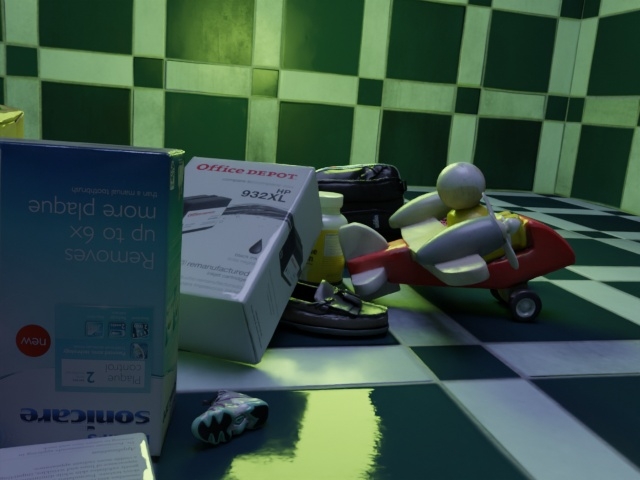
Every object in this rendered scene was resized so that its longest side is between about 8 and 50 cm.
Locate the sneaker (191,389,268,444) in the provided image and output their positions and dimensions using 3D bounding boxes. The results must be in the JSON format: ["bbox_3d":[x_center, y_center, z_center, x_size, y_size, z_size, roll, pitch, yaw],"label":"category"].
[{"bbox_3d":[-0.112,0.186,0.667,0.069,0.038,0.098,13,5,41],"label":"sneaker"}]

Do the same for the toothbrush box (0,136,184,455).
[{"bbox_3d":[-0.254,0.050,0.617,0.216,0.296,0.126,4,10,-6],"label":"toothbrush box"}]

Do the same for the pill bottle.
[{"bbox_3d":[0.000,0.000,1.213,0.103,0.184,0.103,4,11,-1],"label":"pill bottle"}]

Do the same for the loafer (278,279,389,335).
[{"bbox_3d":[-0.020,0.097,0.990,0.267,0.084,0.096,5,10,3],"label":"loafer"}]

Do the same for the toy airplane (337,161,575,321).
[{"bbox_3d":[0.220,-0.010,1.132,0.386,0.273,0.384,16,17,42],"label":"toy airplane"}]

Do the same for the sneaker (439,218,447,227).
[{"bbox_3d":[0.330,0.019,1.451,0.299,0.112,0.121,29,65,38],"label":"sneaker"}]

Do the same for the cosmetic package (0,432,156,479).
[{"bbox_3d":[-0.155,0.218,0.386,0.117,0.086,0.231,0,15,-21],"label":"cosmetic package"}]

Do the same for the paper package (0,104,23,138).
[{"bbox_3d":[-0.828,-0.154,1.330,0.324,0.310,0.168,9,13,15],"label":"paper package"}]

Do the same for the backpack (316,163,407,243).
[{"bbox_3d":[0.061,-0.063,1.458,0.253,0.225,0.191,-4,-8,-22],"label":"backpack"}]

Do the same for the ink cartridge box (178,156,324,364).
[{"bbox_3d":[-0.148,0.012,0.930,0.223,0.129,0.307,7,41,16],"label":"ink cartridge box"}]
